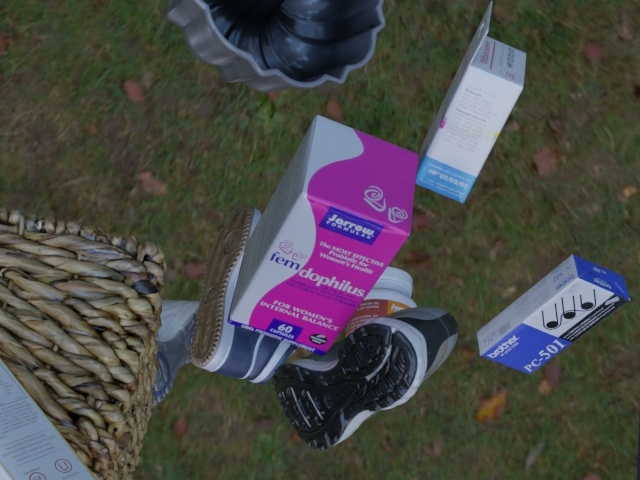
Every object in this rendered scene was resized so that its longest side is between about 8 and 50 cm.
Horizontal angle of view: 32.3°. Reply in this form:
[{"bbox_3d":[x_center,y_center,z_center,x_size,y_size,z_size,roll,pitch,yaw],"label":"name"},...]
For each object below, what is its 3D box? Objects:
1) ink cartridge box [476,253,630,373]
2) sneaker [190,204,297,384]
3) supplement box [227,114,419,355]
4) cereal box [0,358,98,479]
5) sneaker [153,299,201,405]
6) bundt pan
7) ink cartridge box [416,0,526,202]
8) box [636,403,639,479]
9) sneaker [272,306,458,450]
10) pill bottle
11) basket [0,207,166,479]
[{"bbox_3d":[0.323,0.108,1.551,0.097,0.046,0.207,21,134,-25],"label":"ink cartridge box"},{"bbox_3d":[-0.106,0.094,1.770,0.153,0.282,0.099,28,151,-31],"label":"sneaker"},{"bbox_3d":[0.000,0.000,1.092,0.111,0.114,0.220,20,136,-10],"label":"supplement box"},{"bbox_3d":[-0.186,0.149,0.576,0.240,0.047,0.173,43,124,24],"label":"cereal box"},{"bbox_3d":[-0.286,0.183,1.798,0.129,0.297,0.111,7,114,28],"label":"sneaker"},{"bbox_3d":[-0.076,-0.337,1.437,0.124,0.331,0.331,-19,114,49],"label":"bundt pan"},{"bbox_3d":[0.163,-0.143,1.145,0.061,0.104,0.181,23,121,-1],"label":"ink cartridge box"},{"bbox_3d":[0.288,0.107,0.682,0.103,0.184,0.261,-18,123,-14],"label":"box"},{"bbox_3d":[0.044,0.142,1.149,0.271,0.108,0.100,-34,81,50],"label":"sneaker"},{"bbox_3d":[0.102,0.158,1.856,0.121,0.216,0.121,6,151,3],"label":"pill bottle"},{"bbox_3d":[-0.244,0.141,0.829,0.213,0.223,0.299,13,147,-3],"label":"basket"}]
